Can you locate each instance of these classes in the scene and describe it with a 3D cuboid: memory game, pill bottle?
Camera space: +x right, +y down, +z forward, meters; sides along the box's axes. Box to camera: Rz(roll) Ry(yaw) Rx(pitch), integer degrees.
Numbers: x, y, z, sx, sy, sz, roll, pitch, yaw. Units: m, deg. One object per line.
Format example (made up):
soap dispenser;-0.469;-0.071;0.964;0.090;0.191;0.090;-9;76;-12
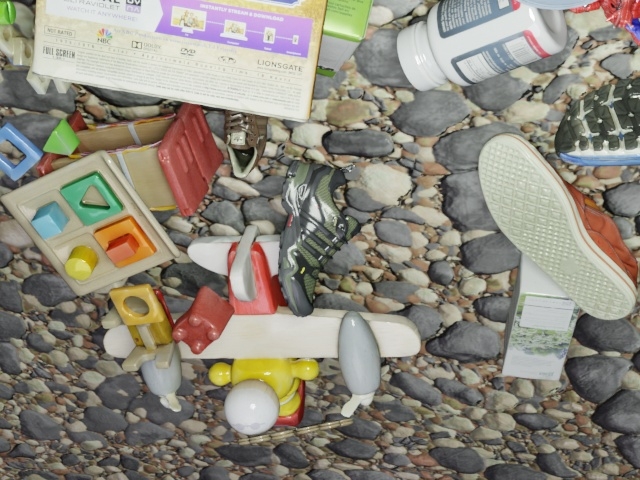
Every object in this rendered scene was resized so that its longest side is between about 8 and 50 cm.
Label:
memory game;-0.039;0.300;1.838;0.186;0.012;0.186;-11;172;-1
pill bottle;0.186;-0.242;1.376;0.180;0.108;0.108;-17;136;31

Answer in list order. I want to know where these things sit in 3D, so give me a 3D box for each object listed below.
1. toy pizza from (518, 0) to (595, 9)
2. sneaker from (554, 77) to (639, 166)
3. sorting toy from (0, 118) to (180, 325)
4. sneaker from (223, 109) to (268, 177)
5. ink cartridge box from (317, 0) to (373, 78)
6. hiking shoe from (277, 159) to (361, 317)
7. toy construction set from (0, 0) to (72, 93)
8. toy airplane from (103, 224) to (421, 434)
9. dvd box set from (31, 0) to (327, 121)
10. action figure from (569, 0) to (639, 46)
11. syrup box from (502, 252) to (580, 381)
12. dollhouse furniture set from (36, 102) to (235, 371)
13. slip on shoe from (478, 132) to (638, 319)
toy pizza;0.258;-0.346;1.248;0.201;0.032;0.201;-1;117;-2
sneaker;0.460;-0.117;1.466;0.330;0.129;0.147;-2;139;14
sorting toy;-0.308;-0.010;1.549;0.196;0.047;0.347;-19;119;27
sneaker;-0.099;-0.161;1.573;0.066;0.071;0.188;5;143;6
ink cartridge box;-0.047;-0.279;1.403;0.189;0.097;0.255;13;177;-6
hiking shoe;0.000;0.000;1.665;0.114;0.226;0.086;2;-173;4
toy construction set;-0.478;-0.249;1.474;0.328;0.151;0.215;-4;117;5
toy airplane;-0.094;0.166;1.833;0.384;0.272;0.386;29;137;-25
dvd box set;-0.130;-0.347;1.192;0.308;0.062;0.420;9;116;1
action figure;0.414;-0.245;1.307;0.281;0.139;0.091;4;141;11
syrup box;0.343;0.117;1.822;0.093;0.096;0.236;6;143;5
dollhouse furniture set;-0.226;-0.004;1.661;0.201;0.152;0.374;-5;125;19
slip on shoe;0.336;-0.029;1.638;0.123;0.101;0.331;-23;120;44
